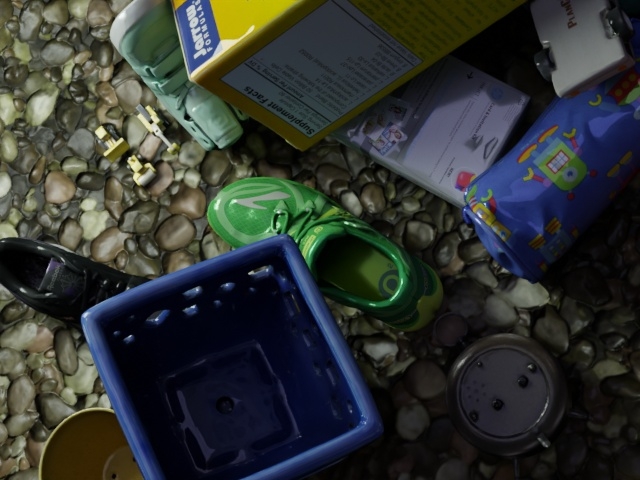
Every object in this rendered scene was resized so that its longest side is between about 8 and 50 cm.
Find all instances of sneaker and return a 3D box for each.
[{"bbox_3d":[0.000,0.000,1.436,0.295,0.123,0.109,25,85,23],"label":"sneaker"},{"bbox_3d":[-0.143,-0.186,1.465,0.094,0.256,0.151,-41,75,-3],"label":"sneaker"},{"bbox_3d":[-0.266,0.072,1.503,0.283,0.124,0.107,18,83,21],"label":"sneaker"}]

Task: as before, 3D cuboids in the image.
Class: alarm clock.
[{"bbox_3d":[0.186,0.150,1.374,0.129,0.064,0.192,-42,65,4],"label":"alarm clock"}]

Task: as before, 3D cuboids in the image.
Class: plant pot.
[{"bbox_3d":[-0.093,0.159,1.350,0.236,0.212,0.236,-22,75,-11],"label":"plant pot"},{"bbox_3d":[-0.235,0.262,1.460,0.134,0.095,0.134,-5,74,17],"label":"plant pot"}]

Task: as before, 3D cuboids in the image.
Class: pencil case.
[{"bbox_3d":[0.277,-0.102,1.373,0.133,0.119,0.306,41,91,3],"label":"pencil case"}]

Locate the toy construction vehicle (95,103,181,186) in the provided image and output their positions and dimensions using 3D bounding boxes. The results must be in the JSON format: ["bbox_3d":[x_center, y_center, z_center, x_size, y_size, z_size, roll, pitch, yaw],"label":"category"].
[{"bbox_3d":[-0.226,-0.122,1.588,0.086,0.035,0.098,-39,68,5],"label":"toy construction vehicle"}]

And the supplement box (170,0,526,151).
[{"bbox_3d":[0.037,-0.291,1.366,0.356,0.194,0.195,-32,54,23],"label":"supplement box"}]

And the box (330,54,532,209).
[{"bbox_3d":[0.123,-0.139,1.466,0.186,0.038,0.145,29,87,16],"label":"box"}]

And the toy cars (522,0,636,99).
[{"bbox_3d":[0.208,-0.265,1.410,0.393,0.087,0.176,31,93,43],"label":"toy cars"}]

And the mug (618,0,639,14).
[{"bbox_3d":[0.349,-0.301,1.406,0.129,0.097,0.158,-38,84,-27],"label":"mug"}]
